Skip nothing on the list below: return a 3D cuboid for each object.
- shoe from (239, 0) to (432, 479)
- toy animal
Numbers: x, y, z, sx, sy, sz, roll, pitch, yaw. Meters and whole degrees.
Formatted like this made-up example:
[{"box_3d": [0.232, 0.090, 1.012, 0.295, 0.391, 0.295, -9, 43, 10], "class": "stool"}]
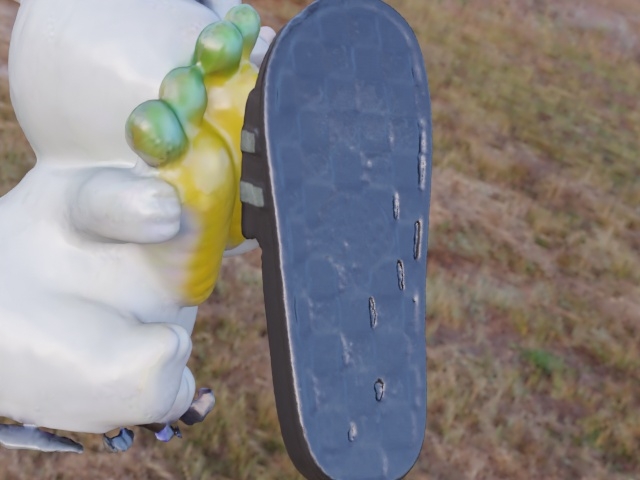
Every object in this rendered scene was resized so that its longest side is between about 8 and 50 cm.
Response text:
[{"box_3d": [0.000, 0.000, 0.463, 0.071, 0.179, 0.049, 4, -11, -31], "class": "shoe"}, {"box_3d": [-0.119, -0.046, 0.705, 0.247, 0.310, 0.182, 6, -3, 36], "class": "toy animal"}]
